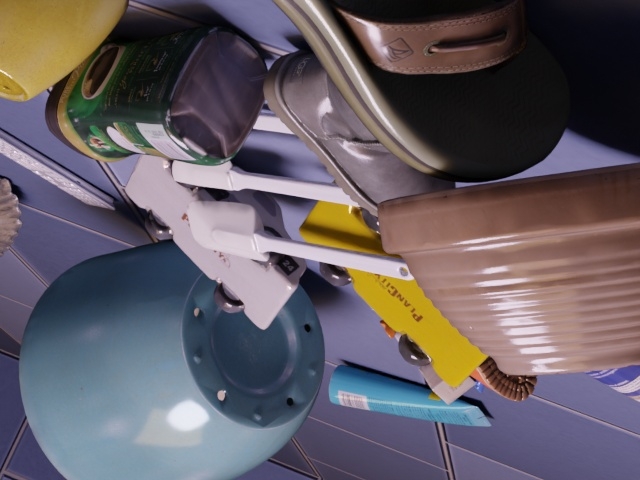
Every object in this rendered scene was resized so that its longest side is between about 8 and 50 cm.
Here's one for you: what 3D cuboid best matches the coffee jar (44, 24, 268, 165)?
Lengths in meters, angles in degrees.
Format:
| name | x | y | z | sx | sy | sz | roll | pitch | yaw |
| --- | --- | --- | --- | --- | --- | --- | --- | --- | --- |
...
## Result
| name | x | y | z | sx | sy | sz | roll | pitch | yaw |
| --- | --- | --- | --- | --- | --- | --- | --- | --- | --- |
| coffee jar | -0.125 | -0.105 | 1.097 | 0.079 | 0.096 | 0.184 | 38 | 160 | -35 |

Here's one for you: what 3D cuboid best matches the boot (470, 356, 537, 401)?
| name | x | y | z | sx | sy | sz | roll | pitch | yaw |
| --- | --- | --- | --- | --- | --- | --- | --- | --- | --- |
| boot | 0.149 | 0.104 | 1.494 | 0.158 | 0.059 | 0.085 | 39 | 163 | -22 |

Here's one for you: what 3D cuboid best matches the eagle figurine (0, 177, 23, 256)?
| name | x | y | z | sx | sy | sz | roll | pitch | yaw |
| --- | --- | --- | --- | --- | --- | --- | --- | --- | --- |
| eagle figurine | -0.535 | -0.027 | 1.818 | 0.298 | 0.226 | 0.225 | 12 | 142 | 52 |

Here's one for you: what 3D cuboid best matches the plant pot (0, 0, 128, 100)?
| name | x | y | z | sx | sy | sz | roll | pitch | yaw |
| --- | --- | --- | --- | --- | --- | --- | --- | --- | --- |
| plant pot | -0.217 | -0.157 | 1.058 | 0.134 | 0.095 | 0.134 | 22 | 164 | 6 |

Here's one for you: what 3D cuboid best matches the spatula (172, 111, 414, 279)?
| name | x | y | z | sx | sy | sz | roll | pitch | yaw |
| --- | --- | --- | --- | --- | --- | --- | --- | --- | --- |
| spatula | -0.030 | -0.043 | 1.191 | 0.242 | 0.019 | 0.168 | 10 | 126 | 35 |

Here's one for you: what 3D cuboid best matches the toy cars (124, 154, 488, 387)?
| name | x | y | z | sx | sy | sz | roll | pitch | yaw |
| --- | --- | --- | --- | --- | --- | --- | --- | --- | --- |
| toy cars | 0.000 | 0.000 | 1.278 | 0.394 | 0.087 | 0.176 | 14 | 128 | 37 |

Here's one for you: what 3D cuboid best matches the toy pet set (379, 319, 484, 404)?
| name | x | y | z | sx | sy | sz | roll | pitch | yaw |
| --- | --- | --- | --- | --- | --- | --- | --- | --- | --- |
| toy pet set | 0.125 | 0.107 | 1.567 | 0.122 | 0.065 | 0.114 | 43 | -170 | -45 |

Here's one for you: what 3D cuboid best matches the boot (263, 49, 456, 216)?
| name | x | y | z | sx | sy | sz | roll | pitch | yaw |
| --- | --- | --- | --- | --- | --- | --- | --- | --- | --- |
| boot | 0.075 | -0.068 | 0.967 | 0.190 | 0.076 | 0.208 | 33 | 161 | -32 |

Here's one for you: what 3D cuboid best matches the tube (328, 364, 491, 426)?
| name | x | y | z | sx | sy | sz | roll | pitch | yaw |
| --- | --- | --- | --- | --- | --- | --- | --- | --- | --- |
| tube | 0.113 | 0.205 | 1.906 | 0.207 | 0.052 | 0.080 | 11 | 166 | 24 |

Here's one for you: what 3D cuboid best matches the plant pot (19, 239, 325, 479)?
| name | x | y | z | sx | sy | sz | roll | pitch | yaw |
| --- | --- | --- | --- | --- | --- | --- | --- | --- | --- |
| plant pot | -0.135 | 0.129 | 1.591 | 0.293 | 0.293 | 0.235 | 32 | 148 | -29 |

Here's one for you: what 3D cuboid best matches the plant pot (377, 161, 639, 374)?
| name | x | y | z | sx | sy | sz | roll | pitch | yaw |
| --- | --- | --- | --- | --- | --- | --- | --- | --- | --- |
| plant pot | 0.156 | 0.015 | 0.854 | 0.237 | 0.109 | 0.237 | -8 | 180 | 0 |

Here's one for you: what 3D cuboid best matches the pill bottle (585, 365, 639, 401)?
| name | x | y | z | sx | sy | sz | roll | pitch | yaw |
| --- | --- | --- | --- | --- | --- | --- | --- | --- | --- |
| pill bottle | 0.203 | 0.049 | 1.136 | 0.169 | 0.094 | 0.094 | 28 | 164 | -16 |

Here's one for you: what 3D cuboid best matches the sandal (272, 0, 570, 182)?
| name | x | y | z | sx | sy | sz | roll | pitch | yaw |
| --- | --- | --- | --- | --- | --- | --- | --- | --- | --- |
| sandal | 0.049 | -0.126 | 0.745 | 0.086 | 0.120 | 0.303 | -7 | 148 | 37 |

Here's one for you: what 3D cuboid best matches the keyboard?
| name | x | y | z | sx | sy | sz | roll | pitch | yaw |
| --- | --- | --- | --- | --- | --- | --- | --- | --- | --- |
| keyboard | -0.334 | -0.098 | 1.592 | 0.256 | 0.014 | 0.072 | 33 | 162 | -32 |

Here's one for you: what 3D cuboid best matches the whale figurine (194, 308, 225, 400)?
| name | x | y | z | sx | sy | sz | roll | pitch | yaw |
| --- | --- | --- | --- | --- | --- | --- | --- | --- | --- |
| whale figurine | -0.168 | 0.134 | 1.981 | 0.216 | 0.141 | 0.272 | 15 | 138 | 27 |
